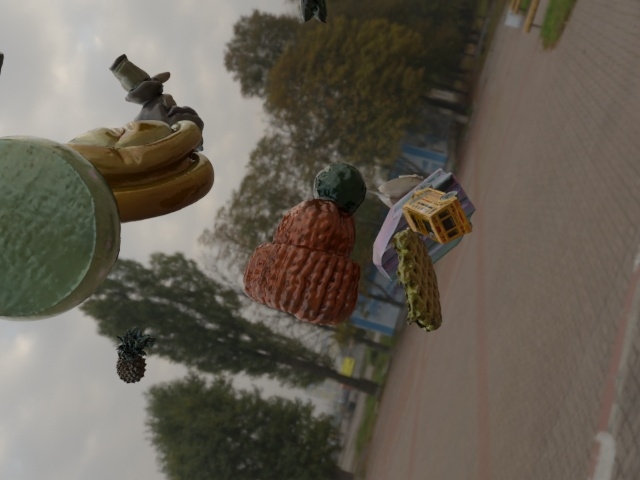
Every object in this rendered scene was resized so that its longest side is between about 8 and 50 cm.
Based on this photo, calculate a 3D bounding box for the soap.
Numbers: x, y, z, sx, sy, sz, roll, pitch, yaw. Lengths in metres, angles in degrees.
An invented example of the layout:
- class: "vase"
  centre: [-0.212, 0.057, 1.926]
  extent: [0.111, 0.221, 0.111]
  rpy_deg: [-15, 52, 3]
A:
- class: "soap"
  centre: [0.285, -0.031, 2.069]
  extent: [0.324, 0.192, 0.109]
  rpy_deg: [-40, 22, -5]

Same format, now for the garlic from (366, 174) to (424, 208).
- class: "garlic"
  centre: [0.239, -0.134, 2.163]
  extent: [0.267, 0.149, 0.128]
  rpy_deg: [-9, -85, -52]

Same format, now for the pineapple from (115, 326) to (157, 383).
- class: "pineapple"
  centre: [-0.512, 0.325, 1.985]
  extent: [0.221, 0.103, 0.083]
  rpy_deg: [110, 170, -48]

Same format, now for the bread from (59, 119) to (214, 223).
- class: "bread"
  centre: [-0.492, -0.177, 1.855]
  extent: [0.329, 0.424, 0.245]
  rpy_deg: [3, 108, 60]

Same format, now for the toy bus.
- class: "toy bus"
  centre: [0.190, -0.044, 1.211]
  extent: [0.069, 0.074, 0.162]
  rpy_deg: [61, 174, -16]

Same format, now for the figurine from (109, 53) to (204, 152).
- class: "figurine"
  centre: [-0.511, -0.396, 2.223]
  extent: [0.203, 0.380, 0.248]
  rpy_deg: [-40, 12, -34]

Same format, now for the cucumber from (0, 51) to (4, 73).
- class: "cucumber"
  centre: [-0.946, -0.491, 2.069]
  extent: [0.064, 0.064, 0.111]
  rpy_deg: [-63, -6, -68]

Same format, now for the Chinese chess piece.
- class: "Chinese chess piece"
  centre: [-0.553, -0.022, 1.359]
  extent: [0.146, 0.350, 0.349]
  rpy_deg: [-21, -53, -87]

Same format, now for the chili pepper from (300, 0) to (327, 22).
- class: "chili pepper"
  centre: [-0.032, -0.786, 2.287]
  extent: [0.061, 0.098, 0.224]
  rpy_deg: [-91, -14, -50]

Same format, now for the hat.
- class: "hat"
  centre: [0.000, 0.000, 1.742]
  extent: [0.285, 0.286, 0.400]
  rpy_deg: [-10, -59, -85]

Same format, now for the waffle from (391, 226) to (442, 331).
- class: "waffle"
  centre: [0.234, 0.093, 1.699]
  extent: [0.245, 0.052, 0.254]
  rpy_deg: [22, -126, -63]
